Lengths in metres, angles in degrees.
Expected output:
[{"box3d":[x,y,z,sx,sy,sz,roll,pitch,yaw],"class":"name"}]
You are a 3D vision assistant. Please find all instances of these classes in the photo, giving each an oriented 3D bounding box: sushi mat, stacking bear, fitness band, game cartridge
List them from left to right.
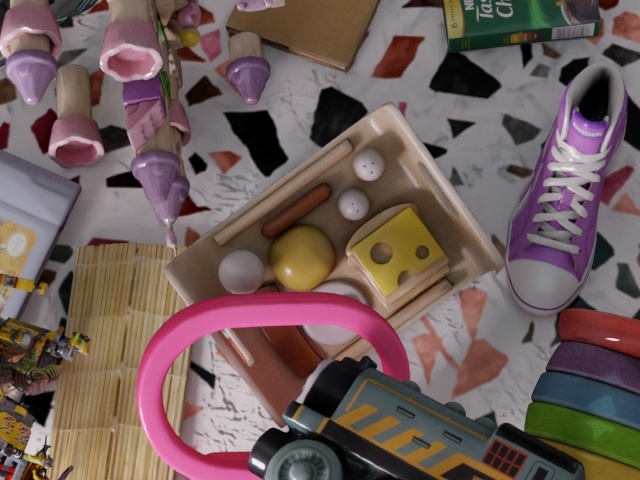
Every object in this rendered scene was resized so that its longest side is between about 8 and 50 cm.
[{"box3d":[-0.426,0.028,1.691,0.198,0.062,0.297,25,74,-8],"class":"game cartridge"},{"box3d":[-0.223,0.153,1.666,0.151,0.019,0.316,2,70,9],"class":"sushi mat"},{"box3d":[-0.048,0.158,1.545,0.291,0.054,0.209,-2,106,-10],"class":"fitness band"},{"box3d":[0.283,0.230,1.513,0.164,0.175,0.289,17,81,10],"class":"stacking bear"}]

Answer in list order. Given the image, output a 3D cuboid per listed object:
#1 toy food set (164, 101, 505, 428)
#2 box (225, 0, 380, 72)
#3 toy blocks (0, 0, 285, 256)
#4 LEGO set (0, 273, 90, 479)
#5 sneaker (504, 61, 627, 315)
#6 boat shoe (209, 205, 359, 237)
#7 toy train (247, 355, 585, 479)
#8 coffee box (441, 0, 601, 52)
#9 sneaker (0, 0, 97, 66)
[{"box3d":[0.017,0.027,1.581,0.306,0.092,0.219,-36,97,4],"class":"toy food set"},{"box3d":[-0.003,-0.320,1.808,0.164,0.021,0.201,20,74,13],"class":"box"},{"box3d":[-0.176,-0.163,1.630,0.309,0.288,0.260,-9,61,1],"class":"toy blocks"},{"box3d":[-0.321,0.161,1.501,0.192,0.331,0.255,15,64,20],"class":"LEGO set"},{"box3d":[0.269,-0.065,1.612,0.102,0.161,0.282,14,74,10],"class":"sneaker"},{"box3d":[0.000,-0.002,1.658,0.258,0.095,0.095,-16,75,0],"class":"boat shoe"},{"box3d":[0.096,0.241,1.430,0.334,0.142,0.190,25,69,25],"class":"toy train"},{"box3d":[0.237,-0.291,1.759,0.184,0.040,0.113,-5,70,5],"class":"coffee box"},{"box3d":[-0.336,-0.290,1.803,0.267,0.106,0.101,-36,74,15],"class":"sneaker"}]
